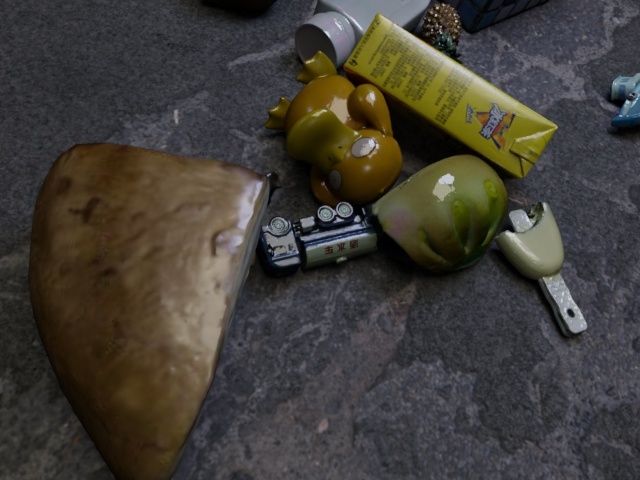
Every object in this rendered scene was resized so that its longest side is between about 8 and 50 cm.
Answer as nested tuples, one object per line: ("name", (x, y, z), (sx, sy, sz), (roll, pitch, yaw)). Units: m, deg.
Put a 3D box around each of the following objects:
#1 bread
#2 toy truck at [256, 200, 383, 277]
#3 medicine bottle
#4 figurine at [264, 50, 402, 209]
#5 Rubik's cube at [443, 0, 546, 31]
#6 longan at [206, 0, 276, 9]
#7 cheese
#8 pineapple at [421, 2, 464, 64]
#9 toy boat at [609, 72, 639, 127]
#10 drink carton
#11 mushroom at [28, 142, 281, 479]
("bread", (0.210, -0.049, 0.916), (0.260, 0.156, 0.158), (-25, 67, -23))
("toy truck", (0.000, 0.000, 0.901), (0.201, 0.074, 0.088), (-13, 73, -18))
("medicine bottle", (0.083, -0.444, 1.142), (0.161, 0.111, 0.296), (40, 60, 7))
("figurine", (0.028, -0.171, 0.942), (0.215, 0.215, 0.228), (0, 38, -11))
("Rubik's cube", (0.391, -0.678, 1.222), (0.293, 0.292, 0.287), (-29, 74, -21))
("longan", (-0.154, -0.540, 1.120), (0.185, 0.204, 0.159), (49, 18, -21))
("cheese", (0.376, 0.046, 0.958), (0.127, 0.050, 0.235), (-13, 71, -26))
("pineapple", (0.245, -0.394, 1.159), (0.083, 0.103, 0.221), (4, 56, 3))
("toy boat", (0.662, -0.302, 1.203), (0.102, 0.088, 0.215), (18, 52, 40))
("drink carton", (0.218, -0.241, 0.998), (0.351, 0.154, 0.111), (34, 99, 3))
("mushroom", (-0.245, 0.085, 0.712), (0.313, 0.224, 0.397), (13, 61, -6))
